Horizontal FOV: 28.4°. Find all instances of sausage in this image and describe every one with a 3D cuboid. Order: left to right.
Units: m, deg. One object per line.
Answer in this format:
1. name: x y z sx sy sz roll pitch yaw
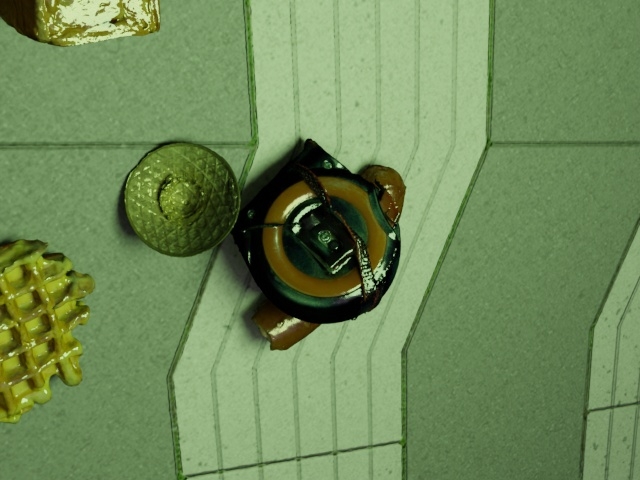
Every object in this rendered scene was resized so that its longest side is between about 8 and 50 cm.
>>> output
1. sausage: 0.021 0.030 1.759 0.302 0.076 0.103 -51 130 -3

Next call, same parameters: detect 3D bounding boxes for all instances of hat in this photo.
1. hat: -0.172 -0.049 1.606 0.146 0.067 0.146 0 86 0

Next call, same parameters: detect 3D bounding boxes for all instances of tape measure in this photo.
1. tape measure: 0.000 0.000 1.648 0.202 0.223 0.135 -44 167 -10

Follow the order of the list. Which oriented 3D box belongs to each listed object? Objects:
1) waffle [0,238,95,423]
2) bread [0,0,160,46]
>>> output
1. waffle: -0.414 0.112 1.516 0.309 0.065 0.283 23 100 -42
2. bread: -0.269 -0.295 1.370 0.158 0.143 0.149 -23 123 -28
